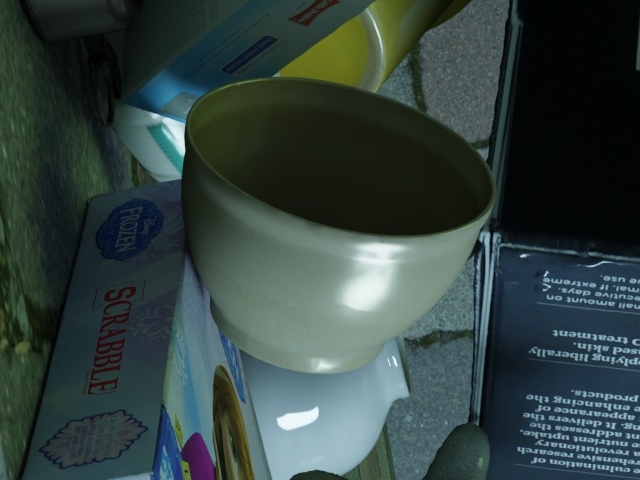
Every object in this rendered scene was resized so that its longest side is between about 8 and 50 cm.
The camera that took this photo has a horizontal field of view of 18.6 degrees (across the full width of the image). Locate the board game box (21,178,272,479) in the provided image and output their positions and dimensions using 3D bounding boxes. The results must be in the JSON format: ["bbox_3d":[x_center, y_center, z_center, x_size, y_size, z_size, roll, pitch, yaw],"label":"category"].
[{"bbox_3d":[-0.067,0.174,1.024,0.318,0.066,0.318,-91,170,-64],"label":"board game box"}]

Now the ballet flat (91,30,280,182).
[{"bbox_3d":[-0.102,-0.227,1.239,0.139,0.139,0.400,70,12,-66],"label":"ballet flat"}]

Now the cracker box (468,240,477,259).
[{"bbox_3d":[0.021,-0.033,1.619,0.232,0.067,0.155,-8,58,-55],"label":"cracker box"}]

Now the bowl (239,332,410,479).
[{"bbox_3d":[0.002,0.080,1.720,0.298,0.134,0.297,-10,90,-85],"label":"bowl"}]

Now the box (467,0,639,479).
[{"bbox_3d":[0.277,-0.053,1.526,0.471,0.297,0.479,90,9,-58],"label":"box"}]

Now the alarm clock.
[{"bbox_3d":[-0.129,-0.155,1.059,0.129,0.064,0.192,-83,166,-76],"label":"alarm clock"}]

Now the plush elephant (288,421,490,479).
[{"bbox_3d":[0.068,0.255,1.404,0.255,0.272,0.330,-74,-174,-50],"label":"plush elephant"}]

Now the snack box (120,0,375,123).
[{"bbox_3d":[-0.036,-0.245,1.106,0.187,0.060,0.322,-30,-129,50],"label":"snack box"}]

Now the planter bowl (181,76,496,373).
[{"bbox_3d":[0.000,0.000,1.020,0.162,0.162,0.109,-93,-165,-59],"label":"planter bowl"}]

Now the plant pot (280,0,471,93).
[{"bbox_3d":[0.000,-0.220,1.449,0.254,0.254,0.239,76,27,-42],"label":"plant pot"}]
